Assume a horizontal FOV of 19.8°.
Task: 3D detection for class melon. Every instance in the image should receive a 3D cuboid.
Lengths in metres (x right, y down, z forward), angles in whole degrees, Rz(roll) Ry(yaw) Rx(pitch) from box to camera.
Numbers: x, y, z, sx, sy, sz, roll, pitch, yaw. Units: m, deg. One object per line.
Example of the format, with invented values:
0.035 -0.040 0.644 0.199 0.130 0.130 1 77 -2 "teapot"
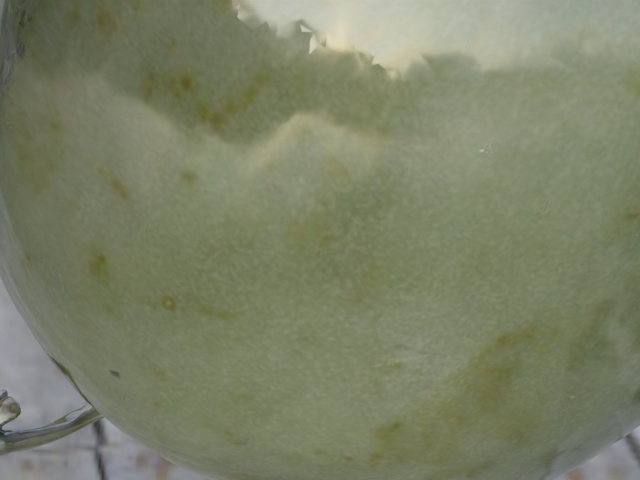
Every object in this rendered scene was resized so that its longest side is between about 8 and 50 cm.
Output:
0.026 -0.049 0.553 0.272 0.308 0.271 5 72 -16 "melon"
